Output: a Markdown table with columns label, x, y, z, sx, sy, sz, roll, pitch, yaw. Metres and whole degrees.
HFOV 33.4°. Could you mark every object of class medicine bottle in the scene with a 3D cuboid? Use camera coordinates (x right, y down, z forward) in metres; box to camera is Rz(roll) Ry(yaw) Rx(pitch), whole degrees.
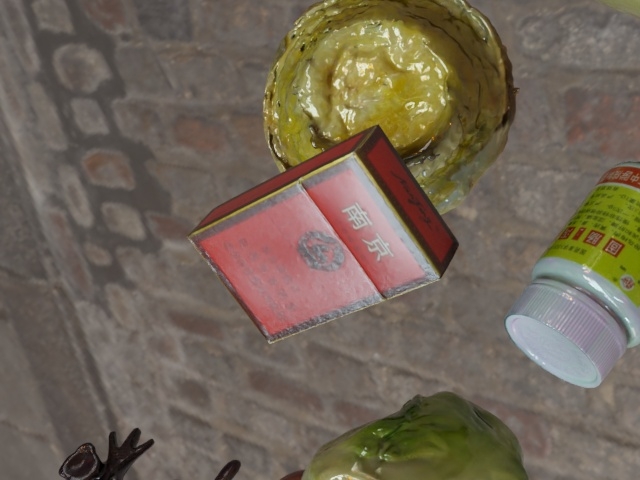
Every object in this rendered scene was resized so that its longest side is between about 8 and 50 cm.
| label | x | y | z | sx | sy | sz | roll | pitch | yaw |
| --- | --- | --- | --- | --- | --- | --- | --- | --- | --- |
| medicine bottle | 0.311 | 0.035 | 1.150 | 0.139 | 0.225 | 0.139 | 36 | 163 | 13 |

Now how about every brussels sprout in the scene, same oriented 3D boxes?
| label | x | y | z | sx | sy | sz | roll | pitch | yaw |
| --- | --- | --- | --- | --- | --- | --- | --- | --- | --- |
| brussels sprout | 0.108 | 0.303 | 1.241 | 0.259 | 0.294 | 0.227 | -48 | 65 | 23 |

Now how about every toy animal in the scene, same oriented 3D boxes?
| label | x | y | z | sx | sy | sz | roll | pitch | yaw |
| --- | --- | --- | --- | --- | --- | --- | --- | --- | --- |
| toy animal | -0.207 | 0.332 | 1.274 | 0.090 | 0.195 | 0.324 | 30 | 174 | 29 |

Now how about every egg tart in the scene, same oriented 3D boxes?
| label | x | y | z | sx | sy | sz | roll | pitch | yaw |
| --- | --- | --- | --- | --- | --- | --- | --- | --- | --- |
| egg tart | 0.083 | -0.184 | 1.384 | 0.345 | 0.345 | 0.132 | 47 | -174 | 8 |

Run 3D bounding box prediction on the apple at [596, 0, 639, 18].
| label | x | y | z | sx | sy | sz | roll | pitch | yaw |
| --- | --- | --- | --- | --- | --- | --- | --- | --- | --- |
| apple | 0.132 | -0.266 | 0.378 | 0.360 | 0.320 | 0.311 | 36 | 108 | -26 |

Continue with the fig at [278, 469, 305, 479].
| label | x | y | z | sx | sy | sz | roll | pitch | yaw |
| --- | --- | --- | --- | --- | --- | --- | --- | --- | --- |
| fig | 0.029 | 0.491 | 1.844 | 0.249 | 0.203 | 0.186 | -13 | 136 | 11 |

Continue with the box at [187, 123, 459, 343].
| label | x | y | z | sx | sy | sz | roll | pitch | yaw |
| --- | --- | --- | --- | --- | --- | --- | --- | --- | --- |
| box | -0.001 | 0.001 | 1.076 | 0.240 | 0.074 | 0.153 | -24 | 105 | 37 |
